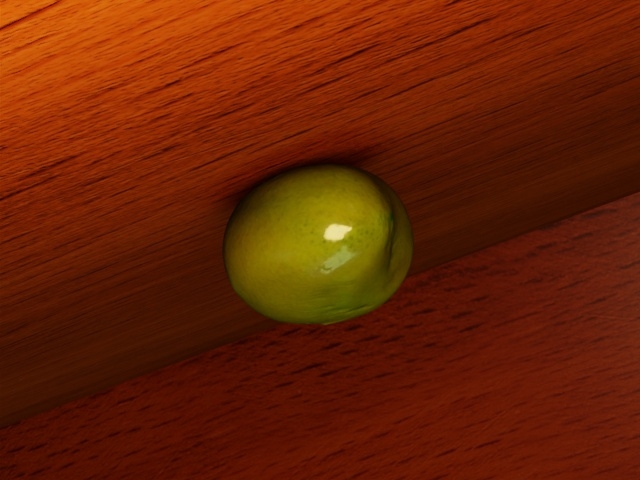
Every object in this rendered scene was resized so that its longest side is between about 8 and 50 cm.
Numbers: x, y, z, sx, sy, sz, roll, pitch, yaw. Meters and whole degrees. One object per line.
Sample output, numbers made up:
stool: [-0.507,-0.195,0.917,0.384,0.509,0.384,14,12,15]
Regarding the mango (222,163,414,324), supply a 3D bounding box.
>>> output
mango: [-0.007,0.002,1.373,0.185,0.149,0.273,-13,169,11]
